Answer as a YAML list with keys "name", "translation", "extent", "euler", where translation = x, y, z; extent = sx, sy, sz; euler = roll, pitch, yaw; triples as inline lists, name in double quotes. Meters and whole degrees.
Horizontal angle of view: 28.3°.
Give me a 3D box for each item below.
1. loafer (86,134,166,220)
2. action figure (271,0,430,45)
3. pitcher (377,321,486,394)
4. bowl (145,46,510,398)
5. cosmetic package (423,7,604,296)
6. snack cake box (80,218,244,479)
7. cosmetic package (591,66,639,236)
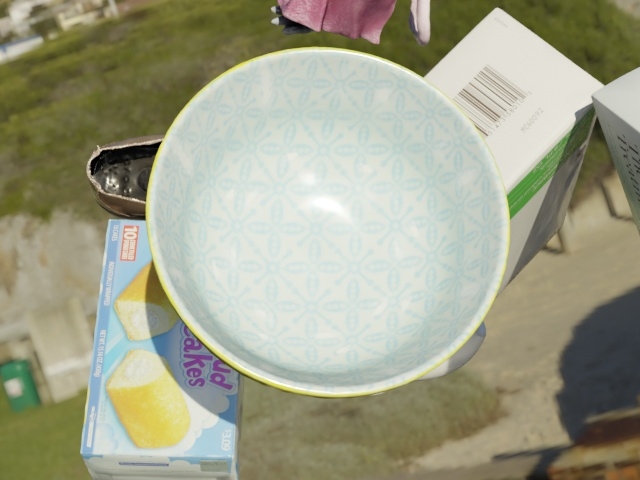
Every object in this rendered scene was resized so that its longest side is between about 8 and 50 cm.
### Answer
- name: "loafer"
  translation: [-0.135, -0.076, 1.613]
  extent: [0.365, 0.134, 0.130]
  euler: [-5, -5, 13]
- name: "action figure"
  translation: [0.090, -0.382, 1.432]
  extent: [0.275, 0.248, 0.370]
  euler: [18, -50, -20]
- name: "pitcher"
  translation: [0.158, 0.164, 1.965]
  extent: [0.207, 0.125, 0.177]
  euler: [-32, -22, 22]
- name: "bowl"
  translation: [0.000, 0.000, 1.064]
  extent: [0.289, 0.289, 0.156]
  euler: [-20, -13, -12]
- name: "cosmetic package"
  translation: [0.180, -0.069, 1.431]
  extent: [0.197, 0.155, 0.365]
  euler: [-46, -19, -12]
- name: "snack cake box"
  translation: [-0.152, 0.113, 1.313]
  extent: [0.152, 0.264, 0.089]
  euler: [1, -30, 1]
- name: "cosmetic package"
  translation: [0.402, 0.044, 1.180]
  extent: [0.097, 0.377, 0.284]
  euler: [-29, 30, -3]
